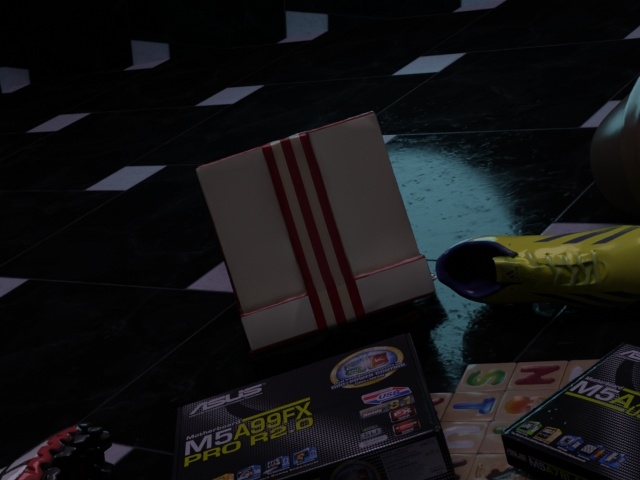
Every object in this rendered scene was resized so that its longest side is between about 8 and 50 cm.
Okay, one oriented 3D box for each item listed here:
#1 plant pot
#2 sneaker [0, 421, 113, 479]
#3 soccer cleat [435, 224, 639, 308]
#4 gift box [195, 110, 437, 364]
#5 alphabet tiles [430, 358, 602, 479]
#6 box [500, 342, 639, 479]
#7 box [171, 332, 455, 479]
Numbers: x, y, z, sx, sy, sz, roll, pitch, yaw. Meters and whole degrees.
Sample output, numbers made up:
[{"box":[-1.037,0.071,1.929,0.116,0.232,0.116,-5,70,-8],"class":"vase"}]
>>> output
[{"box":[0.454,-0.109,1.487,0.263,0.263,0.229,-22,3,-16],"class":"plant pot"},{"box":[-0.320,0.273,1.222,0.135,0.097,0.276,-2,26,26],"class":"sneaker"},{"box":[0.262,0.034,1.379,0.289,0.093,0.121,-5,-5,42],"class":"soccer cleat"},{"box":[0.000,0.000,1.482,0.255,0.258,0.276,-17,1,1],"class":"gift box"},{"box":[0.215,0.192,1.166,0.343,0.011,0.285,-5,23,26],"class":"alphabet tiles"},{"box":[0.293,0.170,1.088,0.184,0.045,0.191,-30,26,-28],"class":"box"},{"box":[-0.014,0.202,1.218,0.270,0.060,0.216,-18,21,3],"class":"box"}]
